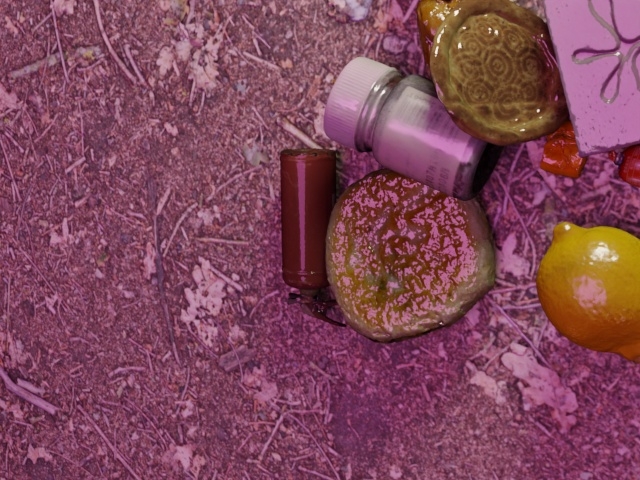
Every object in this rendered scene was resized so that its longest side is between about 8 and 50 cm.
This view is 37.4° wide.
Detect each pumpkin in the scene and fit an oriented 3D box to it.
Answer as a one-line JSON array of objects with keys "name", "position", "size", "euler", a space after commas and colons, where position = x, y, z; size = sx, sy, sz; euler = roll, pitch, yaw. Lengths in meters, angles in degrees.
[{"name": "pumpkin", "position": [0.394, -0.150, 1.506], "size": [0.073, 0.035, 0.101], "euler": [19, 108, 24]}]

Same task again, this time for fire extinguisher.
[{"name": "fire extinguisher", "position": [0.000, 0.000, 1.746], "size": [0.147, 0.106, 0.337], "euler": [0, 103, 6]}]

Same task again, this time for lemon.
[{"name": "lemon", "position": [0.432, 0.077, 1.447], "size": [0.187, 0.187, 0.244], "euler": [-38, 85, 31]}]

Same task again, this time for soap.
[{"name": "soap", "position": [0.491, -0.292, 1.367], "size": [0.296, 0.107, 0.285], "euler": [-15, 93, 27]}]

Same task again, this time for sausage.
[{"name": "sausage", "position": [0.561, -0.091, 1.397], "size": [0.274, 0.074, 0.074], "euler": [18, 110, 28]}]

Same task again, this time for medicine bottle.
[{"name": "medicine bottle", "position": [0.156, -0.187, 1.555], "size": [0.273, 0.165, 0.165], "euler": [26, 113, 20]}]

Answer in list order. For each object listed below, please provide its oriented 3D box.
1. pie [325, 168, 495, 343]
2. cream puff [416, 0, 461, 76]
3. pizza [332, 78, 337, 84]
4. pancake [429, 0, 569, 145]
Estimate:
[{"name": "pie", "position": [0.146, 0.020, 1.646], "size": [0.323, 0.070, 0.323], "euler": [1, 94, 21]}, {"name": "cream puff", "position": [0.211, -0.329, 1.526], "size": [0.103, 0.126, 0.144], "euler": [-7, 102, 8]}, {"name": "pizza", "position": [0.059, -0.228, 1.695], "size": [0.123, 0.026, 0.109], "euler": [33, 118, 21]}, {"name": "pancake", "position": [0.278, -0.264, 1.454], "size": [0.250, 0.250, 0.031], "euler": [66, 159, 3]}]
